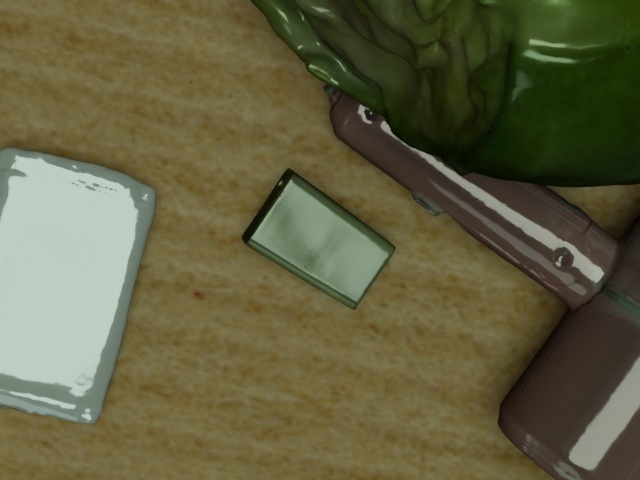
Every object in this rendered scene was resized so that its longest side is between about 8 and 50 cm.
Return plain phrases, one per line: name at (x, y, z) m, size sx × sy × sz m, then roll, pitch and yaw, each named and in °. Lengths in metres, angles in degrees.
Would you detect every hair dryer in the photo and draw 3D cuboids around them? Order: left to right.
hair dryer at (0.134, 0.011, 1.294) m, size 0.352 × 0.125 × 0.210 m, roll 36°, pitch 93°, yaw 2°

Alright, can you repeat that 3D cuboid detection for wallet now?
wallet at (-0.192, 0.032, 1.296) m, size 0.124 × 0.032 × 0.183 m, roll 13°, pitch 93°, yaw -6°

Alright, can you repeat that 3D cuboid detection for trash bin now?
trash bin at (0.000, 0.000, 1.304) m, size 0.092 × 0.043 × 0.061 m, roll 33°, pitch 92°, yaw -9°

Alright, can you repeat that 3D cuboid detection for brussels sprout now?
brussels sprout at (0.120, -0.182, 1.165) m, size 0.315 × 0.371 × 0.276 m, roll -21°, pitch 130°, yaw -35°
